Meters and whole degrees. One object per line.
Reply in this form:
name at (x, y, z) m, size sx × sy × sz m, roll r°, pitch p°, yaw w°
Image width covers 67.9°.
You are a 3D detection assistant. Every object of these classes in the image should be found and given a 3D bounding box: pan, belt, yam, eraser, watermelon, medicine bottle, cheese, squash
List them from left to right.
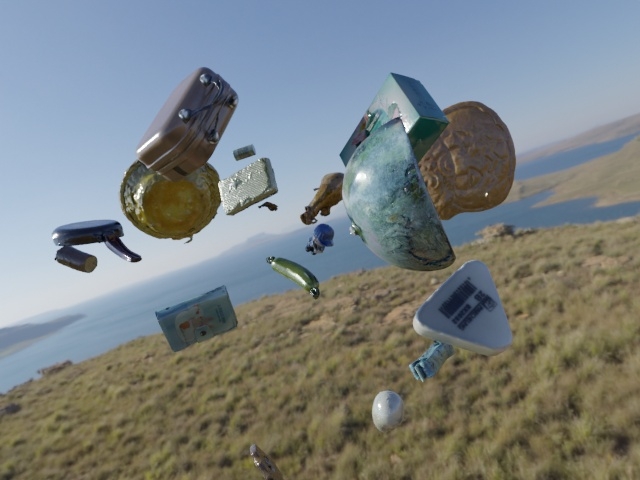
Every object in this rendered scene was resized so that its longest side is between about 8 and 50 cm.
yam at (-0.915, 0.070, 1.787) m, size 0.127 × 0.084 × 0.084 m, roll 17°, pitch 9°, yaw 9°
pan at (-0.365, -0.004, 0.794) m, size 0.212 × 0.040 × 0.114 m, roll 15°, pitch 21°, yaw 37°
medicine bottle at (-0.303, -0.350, 1.896) m, size 0.083 × 0.047 × 0.047 m, roll -17°, pitch 2°, yaw 7°
squash at (-0.092, 0.129, 1.815) m, size 0.080 × 0.071 × 0.318 m, roll -41°, pitch 45°, yaw -20°
cheese at (0.337, 0.842, 2.372) m, size 0.154 × 0.198 × 0.189 m, roll 18°, pitch -31°, yaw -8°
watermelon at (0.135, -0.037, 0.902) m, size 0.175 × 0.322 × 0.188 m, roll -21°, pitch 36°, yaw 13°
belt at (0.414, 0.436, 1.745) m, size 0.087 × 0.072 × 0.302 m, roll -29°, pitch -9°, yaw 32°
eraser at (0.520, 0.227, 1.703) m, size 0.331 × 0.331 × 0.150 m, roll -18°, pitch -25°, yaw -3°

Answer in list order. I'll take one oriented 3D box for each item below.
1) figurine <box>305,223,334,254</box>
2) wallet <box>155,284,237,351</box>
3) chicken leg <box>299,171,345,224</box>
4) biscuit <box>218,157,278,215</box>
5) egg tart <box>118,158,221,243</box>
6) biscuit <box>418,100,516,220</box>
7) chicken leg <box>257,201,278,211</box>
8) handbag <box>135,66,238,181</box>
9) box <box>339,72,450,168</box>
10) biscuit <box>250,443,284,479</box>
figurine at (0.000, 0.000, 1.718) m, size 0.087 × 0.086 × 0.149 m, roll -63°, pitch 8°, yaw -32°
wallet at (-0.426, 0.272, 1.664) m, size 0.250 × 0.176 × 0.075 m, roll -21°, pitch 30°, yaw -15°
chicken leg at (0.007, -0.113, 1.306) m, size 0.101 × 0.085 × 0.207 m, roll -14°, pitch 28°, yaw 51°
biscuit at (-0.226, -0.165, 1.465) m, size 0.199 × 0.121 × 0.040 m, roll -24°, pitch -20°, yaw 27°
egg tart at (-0.543, -0.152, 1.760) m, size 0.387 × 0.388 × 0.169 m, roll -19°, pitch 34°, yaw -9°
biscuit at (0.487, -0.279, 1.661) m, size 0.365 × 0.385 × 0.062 m, roll -18°, pitch -3°, yaw 14°
chicken leg at (-0.204, -0.136, 1.874) m, size 0.083 × 0.036 × 0.021 m, roll 10°, pitch 27°, yaw -28°
handbag at (-0.333, -0.322, 1.266) m, size 0.283 × 0.149 × 0.302 m, roll -18°, pitch 42°, yaw 45°
box at (0.156, -0.225, 1.069) m, size 0.092 × 0.153 × 0.245 m, roll 1°, pitch -40°, yaw -34°
biscuit at (-0.184, 0.842, 1.719) m, size 0.034 × 0.182 × 0.215 m, roll -40°, pitch 30°, yaw -10°
